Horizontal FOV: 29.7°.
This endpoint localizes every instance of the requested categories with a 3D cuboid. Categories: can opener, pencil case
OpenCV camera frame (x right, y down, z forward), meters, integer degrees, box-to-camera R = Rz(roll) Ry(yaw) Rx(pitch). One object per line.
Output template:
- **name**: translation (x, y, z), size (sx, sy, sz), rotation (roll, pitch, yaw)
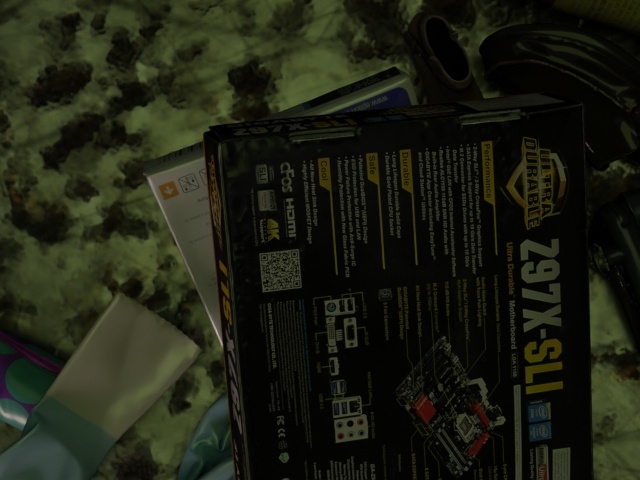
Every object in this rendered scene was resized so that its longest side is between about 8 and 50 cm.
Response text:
- **can opener**: translation (0.255, 0.053, 0.921), size (0.073, 0.059, 0.186), rotation (-19, 89, 0)
- **pencil case**: translation (-0.229, 0.104, 0.918), size (0.152, 0.064, 0.070), rotation (29, 116, -1)

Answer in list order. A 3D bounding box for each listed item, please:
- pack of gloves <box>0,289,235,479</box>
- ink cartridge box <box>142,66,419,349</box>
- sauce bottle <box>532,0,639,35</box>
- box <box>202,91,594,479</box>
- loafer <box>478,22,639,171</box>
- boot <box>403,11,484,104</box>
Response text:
- **pack of gloves**: translation (-0.142, 0.183, 0.887), size (0.195, 0.046, 0.232), rotation (39, 90, -29)
- **ink cartridge box**: translation (0.000, 0.000, 0.915), size (0.206, 0.045, 0.208), rotation (-21, 111, 1)
- **sauce bottle**: translation (0.199, -0.221, 0.895), size (0.345, 0.111, 0.111), rotation (16, 90, -1)
- **box**: translation (0.060, 0.068, 0.859), size (0.257, 0.079, 0.321), rotation (-8, 103, -13)
- **loafer**: translation (0.217, -0.094, 0.904), size (0.220, 0.080, 0.078), rotation (23, 77, 0)
- **boot**: translation (0.101, -0.118, 0.907), size (0.042, 0.087, 0.118), rotation (-35, 90, -2)
